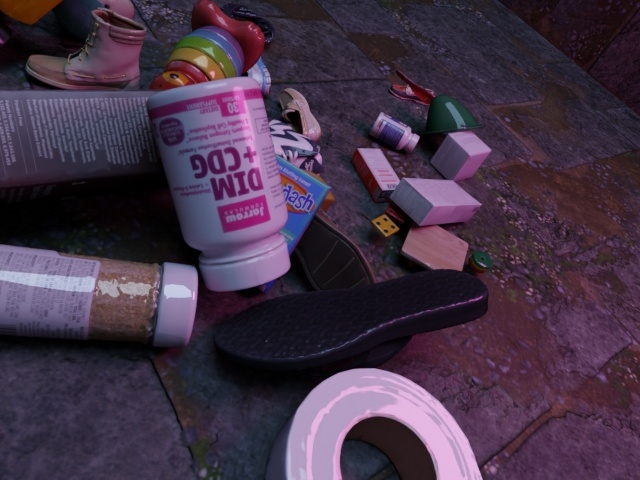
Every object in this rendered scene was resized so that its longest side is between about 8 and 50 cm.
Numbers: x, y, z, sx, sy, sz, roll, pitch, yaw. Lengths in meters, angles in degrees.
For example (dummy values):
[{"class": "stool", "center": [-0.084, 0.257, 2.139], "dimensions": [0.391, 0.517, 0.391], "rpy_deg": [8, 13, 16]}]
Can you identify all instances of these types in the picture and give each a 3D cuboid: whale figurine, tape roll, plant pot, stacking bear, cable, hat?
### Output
[{"class": "whale figurine", "center": [-0.548, -0.545, 1.128], "dimensions": [0.272, 0.141, 0.216], "rpy_deg": [37, 5, 35]}, {"class": "tape roll", "center": [0.074, 0.324, 0.669], "dimensions": [0.286, 0.100, 0.286], "rpy_deg": [14, 45, -15]}, {"class": "plant pot", "center": [-0.022, -0.088, 1.010], "dimensions": [0.083, 0.081, 0.081], "rpy_deg": [5, 48, -39]}, {"class": "stacking bear", "center": [-0.267, -0.356, 1.071], "dimensions": [0.175, 0.164, 0.289], "rpy_deg": [27, 55, -2]}, {"class": "cable", "center": [-0.207, -0.617, 1.421], "dimensions": [0.184, 0.047, 0.150], "rpy_deg": [36, 40, 11]}, {"class": "hat", "center": [0.339, -0.388, 1.343], "dimensions": [0.209, 0.183, 0.173], "rpy_deg": [-9, 13, -11]}]

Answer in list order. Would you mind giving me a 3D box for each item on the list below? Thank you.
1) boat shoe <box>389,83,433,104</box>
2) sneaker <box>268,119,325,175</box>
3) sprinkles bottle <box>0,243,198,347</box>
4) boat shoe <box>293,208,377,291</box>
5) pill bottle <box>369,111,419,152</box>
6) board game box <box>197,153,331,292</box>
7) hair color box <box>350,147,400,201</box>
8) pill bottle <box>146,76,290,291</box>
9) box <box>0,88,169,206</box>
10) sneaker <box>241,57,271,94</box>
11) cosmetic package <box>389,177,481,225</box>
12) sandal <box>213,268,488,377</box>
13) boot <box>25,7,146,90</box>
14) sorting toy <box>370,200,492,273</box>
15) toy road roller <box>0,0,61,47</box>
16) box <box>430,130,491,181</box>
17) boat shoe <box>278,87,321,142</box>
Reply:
[{"class": "boat shoe", "center": [0.277, -0.454, 1.511], "dimensions": [0.137, 0.043, 0.049], "rpy_deg": [13, 48, -14]}, {"class": "sneaker", "center": [-0.070, -0.160, 1.034], "dimensions": [0.153, 0.094, 0.235], "rpy_deg": [21, 34, 4]}, {"class": "sprinkles bottle", "center": [-0.352, 0.073, 0.664], "dimensions": [0.356, 0.121, 0.121], "rpy_deg": [8, 48, -20]}, {"class": "boat shoe", "center": [0.000, 0.000, 0.912], "dimensions": [0.307, 0.111, 0.104], "rpy_deg": [50, 15, 0]}, {"class": "pill bottle", "center": [0.194, -0.278, 1.293], "dimensions": [0.120, 0.067, 0.067], "rpy_deg": [29, 44, 0]}, {"class": "board game box", "center": [-0.103, -0.042, 0.840], "dimensions": [0.160, 0.210, 0.047], "rpy_deg": [31, 8, 3]}, {"class": "hair color box", "center": [0.135, -0.156, 1.170], "dimensions": [0.072, 0.043, 0.141], "rpy_deg": [-4, 52, -30]}, {"class": "pill bottle", "center": [-0.138, -0.080, 0.725], "dimensions": [0.160, 0.160, 0.283], "rpy_deg": [-24, 109, -40]}, {"class": "box", "center": [-0.372, -0.144, 0.780], "dimensions": [0.382, 0.191, 0.143], "rpy_deg": [-14, 92, -33]}, {"class": "sneaker", "center": [-0.189, -0.442, 1.251], "dimensions": [0.083, 0.071, 0.190], "rpy_deg": [-8, 55, -25]}, {"class": "cosmetic package", "center": [0.264, -0.088, 1.118], "dimensions": [0.239, 0.060, 0.099], "rpy_deg": [-5, 47, -49]}, {"class": "sandal", "center": [0.063, 0.146, 0.777], "dimensions": [0.446, 0.107, 0.167], "rpy_deg": [-9, 23, -15]}, {"class": "boot", "center": [-0.464, -0.380, 0.983], "dimensions": [0.213, 0.165, 0.077], "rpy_deg": [4, 49, -26]}, {"class": "sorting toy", "center": [0.228, 0.022, 1.055], "dimensions": [0.275, 0.046, 0.132], "rpy_deg": [30, 44, 1]}, {"class": "toy road roller", "center": [-0.636, -0.531, 0.943], "dimensions": [0.330, 0.202, 0.240], "rpy_deg": [-36, 47, 3]}, {"class": "box", "center": [0.369, -0.222, 1.306], "dimensions": [0.101, 0.102, 0.087], "rpy_deg": [-17, 58, -38]}, {"class": "boat shoe", "center": [-0.061, -0.305, 1.193], "dimensions": [0.059, 0.063, 0.170], "rpy_deg": [-10, 57, -40]}]
